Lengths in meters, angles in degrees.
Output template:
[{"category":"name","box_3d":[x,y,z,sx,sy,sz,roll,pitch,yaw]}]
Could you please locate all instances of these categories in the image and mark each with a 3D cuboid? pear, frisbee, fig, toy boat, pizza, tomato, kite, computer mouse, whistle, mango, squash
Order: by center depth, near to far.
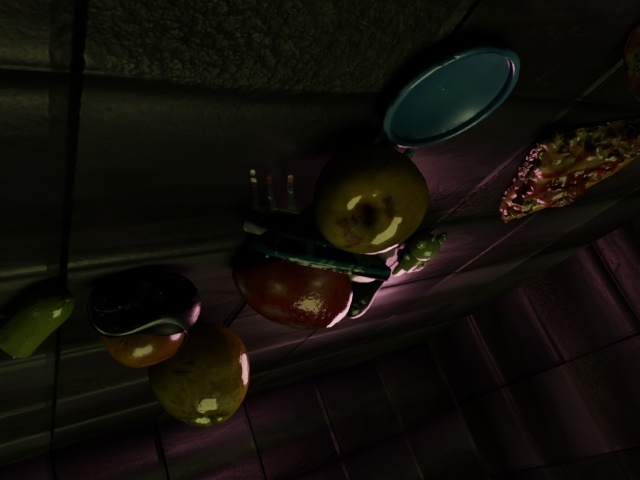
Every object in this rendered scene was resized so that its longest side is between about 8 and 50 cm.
[{"category":"frisbee","box_3d":[0.211,-0.241,0.852,0.242,0.045,0.242,-19,159,-8]},{"category":"pear","box_3d":[0.090,-0.076,0.930,0.209,0.208,0.209,-19,158,-8]},{"category":"kite","box_3d":[-0.089,-0.059,0.987,0.141,0.015,0.245,3,152,0]},{"category":"squash","box_3d":[-0.549,0.145,1.003,0.188,0.095,0.095,-36,155,22]},{"category":"toy boat","box_3d":[0.000,0.008,1.019,0.299,0.092,0.134,13,-174,-22]},{"category":"computer mouse","box_3d":[-0.361,0.133,1.073,0.234,0.137,0.096,-6,157,-33]},{"category":"tomato","box_3d":[-0.057,0.132,1.242,0.290,0.176,0.335,-8,170,5]},{"category":"mango","box_3d":[-0.423,0.242,1.282,0.167,0.136,0.236,-26,164,2]},{"category":"pizza","box_3d":[0.618,-0.172,1.295,0.440,0.130,0.406,-35,157,30]},{"category":"pear","box_3d":[-0.350,0.396,1.512,0.304,0.303,0.304,-19,158,-8]},{"category":"whistle","box_3d":[0.287,0.046,1.552,0.105,0.085,0.227,-8,153,-31]},{"category":"fig","box_3d":[0.135,0.173,1.698,0.177,0.117,0.117,-40,157,2]}]

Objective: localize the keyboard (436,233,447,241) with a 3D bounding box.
[{"category":"keyboard","box_3d":[0.342,0.015,1.631,0.129,0.015,0.049,-27,153,14]}]

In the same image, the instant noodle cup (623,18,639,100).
[{"category":"instant noodle cup","box_3d":[0.664,-0.336,0.884,0.153,0.204,0.205,-24,161,-24]}]

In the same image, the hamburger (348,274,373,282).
[{"category":"hamburger","box_3d":[0.122,0.094,1.563,0.084,0.054,0.121,-23,156,15]}]

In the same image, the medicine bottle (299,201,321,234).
[{"category":"medicine bottle","box_3d":[0.049,-0.047,1.128,0.183,0.069,0.119,2,152,-43]}]

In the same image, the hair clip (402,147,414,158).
[{"category":"hair clip","box_3d":[0.139,-0.128,1.056,0.049,0.049,0.173,-9,157,-29]}]
